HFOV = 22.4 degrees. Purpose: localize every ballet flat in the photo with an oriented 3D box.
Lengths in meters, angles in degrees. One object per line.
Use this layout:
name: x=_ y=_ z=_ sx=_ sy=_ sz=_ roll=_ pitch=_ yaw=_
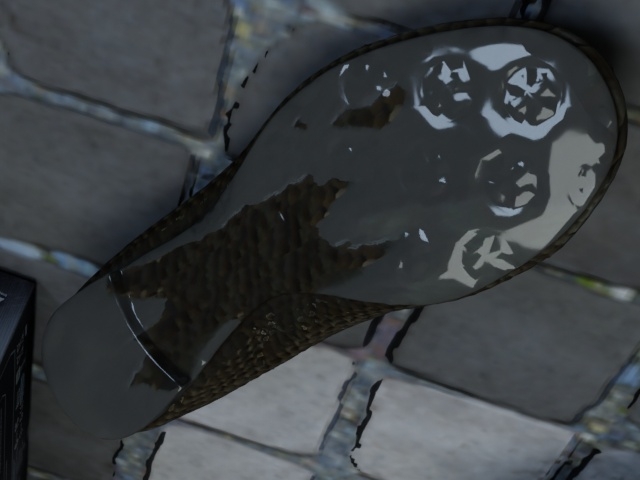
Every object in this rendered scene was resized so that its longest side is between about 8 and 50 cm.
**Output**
ballet flat: x=0.000 y=0.000 z=0.532 sx=0.250 sy=0.058 sz=0.084 roll=-33 pitch=85 yaw=37

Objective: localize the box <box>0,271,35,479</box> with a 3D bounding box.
box: x=-0.174 y=0.144 z=0.657 sx=0.056 sy=0.183 sz=0.231 roll=16 pitch=142 yaw=1
